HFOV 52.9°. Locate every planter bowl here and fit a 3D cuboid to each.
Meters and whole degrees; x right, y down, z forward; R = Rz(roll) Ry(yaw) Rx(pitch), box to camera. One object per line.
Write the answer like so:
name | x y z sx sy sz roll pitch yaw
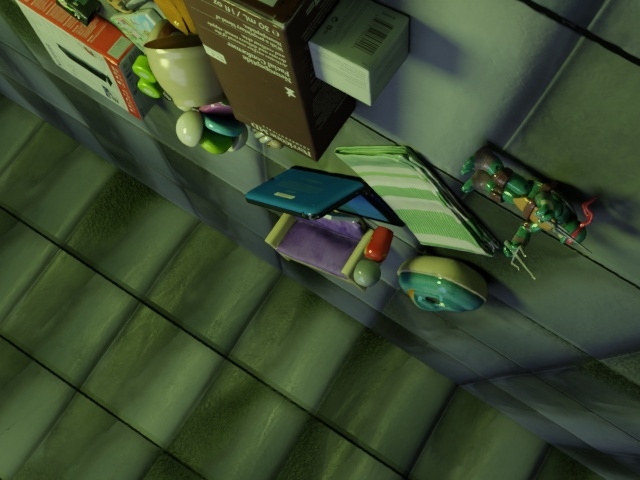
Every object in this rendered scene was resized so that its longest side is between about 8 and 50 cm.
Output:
planter bowl | -0.217 -0.298 1.126 0.162 0.162 0.109 21 128 42

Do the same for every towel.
towel | 0.198 -0.081 1.338 0.325 0.038 0.248 41 166 -28

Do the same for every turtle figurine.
turtle figurine | 0.326 -0.044 0.999 0.234 0.118 0.175 45 157 25

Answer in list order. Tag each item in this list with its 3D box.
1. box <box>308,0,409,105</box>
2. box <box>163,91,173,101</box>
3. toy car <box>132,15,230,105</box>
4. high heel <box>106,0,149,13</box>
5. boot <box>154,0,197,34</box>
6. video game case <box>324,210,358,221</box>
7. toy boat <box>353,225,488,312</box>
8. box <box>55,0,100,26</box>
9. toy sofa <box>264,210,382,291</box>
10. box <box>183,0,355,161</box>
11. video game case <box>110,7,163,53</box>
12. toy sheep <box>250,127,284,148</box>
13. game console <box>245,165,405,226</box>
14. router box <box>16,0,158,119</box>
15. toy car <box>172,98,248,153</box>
box | 0.055 -0.264 0.886 0.102 0.101 0.087 31 167 17
box | -0.358 -0.374 1.535 0.162 0.029 0.116 19 161 43
toy car | -0.238 -0.337 1.243 0.188 0.155 0.149 25 167 -4
high heel | -0.422 -0.507 1.158 0.261 0.093 0.186 33 164 -37
boot | -0.292 -0.445 1.066 0.295 0.104 0.211 26 165 15
video game case | 0.031 -0.066 1.669 0.087 0.011 0.122 3 -171 -32
toy boat | 0.231 0.095 1.569 0.318 0.148 0.267 28 169 -18
box | -0.549 -0.538 1.455 0.083 0.052 0.062 36 166 -16
toy sofa | 0.000 0.000 1.846 0.363 0.150 0.177 20 162 45
box | -0.068 -0.294 0.999 0.191 0.143 0.381 30 168 16
video game case | -0.349 -0.426 1.437 0.193 0.023 0.212 18 160 48
toy sheep | -0.112 -0.255 1.361 0.091 0.091 0.132 1 116 66
game console | 0.008 -0.073 1.550 0.293 0.250 0.173 17 132 50
router box | -0.590 -0.485 1.670 0.301 0.082 0.335 33 167 2
toy car | -0.216 -0.278 1.357 0.159 0.182 0.136 3 163 -42
